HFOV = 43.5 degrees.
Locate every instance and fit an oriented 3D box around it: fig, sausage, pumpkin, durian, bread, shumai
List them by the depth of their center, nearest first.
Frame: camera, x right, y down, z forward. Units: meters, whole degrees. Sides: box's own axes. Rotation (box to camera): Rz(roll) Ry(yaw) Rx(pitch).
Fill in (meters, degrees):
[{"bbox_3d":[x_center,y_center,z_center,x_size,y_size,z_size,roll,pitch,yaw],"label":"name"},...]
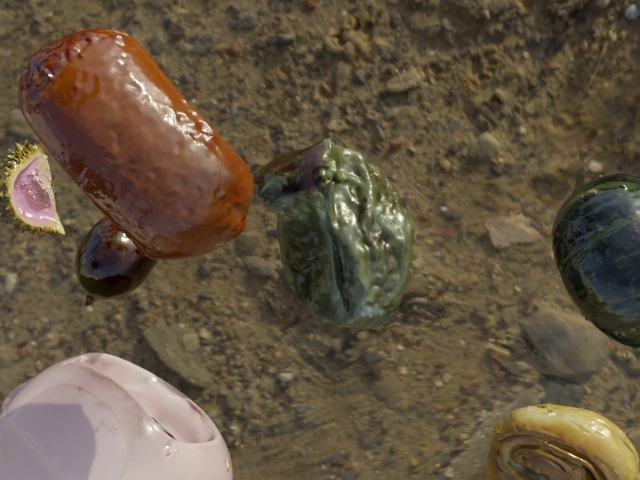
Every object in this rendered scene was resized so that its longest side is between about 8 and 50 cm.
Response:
[{"bbox_3d":[0.321,0.022,0.814,0.190,0.190,0.146,56,138,23],"label":"pumpkin"},{"bbox_3d":[-0.186,-0.094,0.821,0.141,0.153,0.268,-42,93,-7],"label":"sausage"},{"bbox_3d":[-0.283,0.033,1.090,0.103,0.109,0.154,46,126,16],"label":"fig"},{"bbox_3d":[0.326,0.323,1.090,0.198,0.120,0.236,9,121,19],"label":"bread"},{"bbox_3d":[0.000,0.000,1.155,0.225,0.222,0.260,-19,69,45],"label":"shumai"},{"bbox_3d":[-0.631,-0.101,1.720,0.132,0.182,0.165,-19,39,-22],"label":"durian"}]

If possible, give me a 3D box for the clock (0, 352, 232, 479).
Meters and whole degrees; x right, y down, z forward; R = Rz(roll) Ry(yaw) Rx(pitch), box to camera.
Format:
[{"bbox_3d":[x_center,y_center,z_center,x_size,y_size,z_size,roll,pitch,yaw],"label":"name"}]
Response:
[{"bbox_3d":[-0.272,0.325,1.142,0.368,0.376,0.250,33,81,24],"label":"clock"}]
